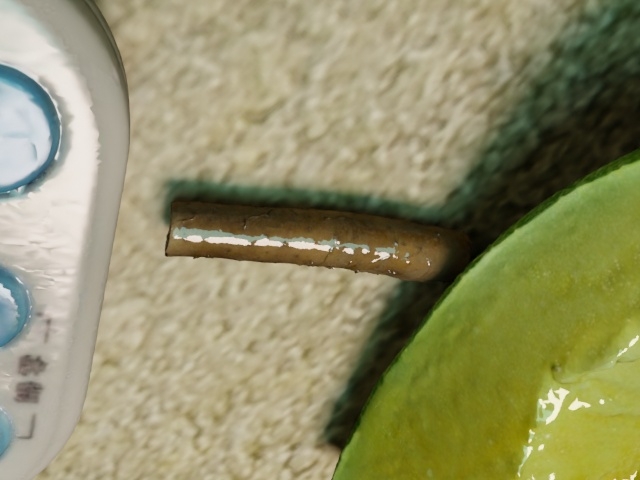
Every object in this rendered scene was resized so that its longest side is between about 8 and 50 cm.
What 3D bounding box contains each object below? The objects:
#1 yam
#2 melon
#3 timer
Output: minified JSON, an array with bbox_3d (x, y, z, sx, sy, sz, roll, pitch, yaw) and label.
[{"bbox_3d":[0.000,0.000,0.433,0.145,0.032,0.032,5,116,-17],"label":"yam"},{"bbox_3d":[0.151,0.053,0.426,0.196,0.124,0.323,15,124,-19],"label":"melon"},{"bbox_3d":[-0.200,-0.009,0.347,0.237,0.087,0.262,8,118,-16],"label":"timer"}]
